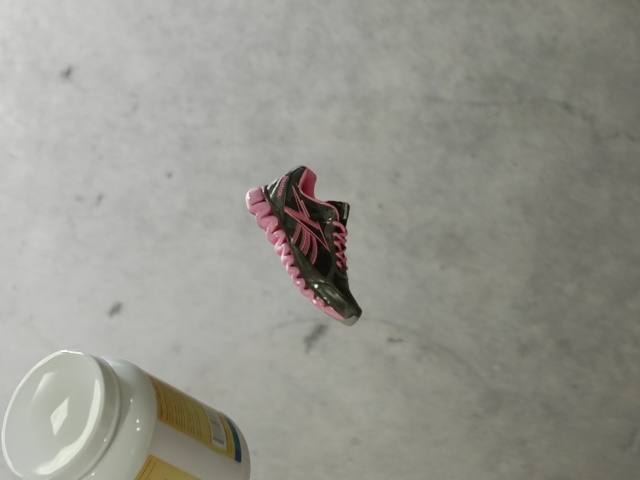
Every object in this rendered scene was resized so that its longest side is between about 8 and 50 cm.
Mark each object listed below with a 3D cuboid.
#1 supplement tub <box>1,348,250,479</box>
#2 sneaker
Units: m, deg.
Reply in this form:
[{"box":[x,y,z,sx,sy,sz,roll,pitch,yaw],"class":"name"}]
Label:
[{"box":[-0.174,0.191,1.454,0.144,0.199,0.144,-20,54,30],"class":"supplement tub"},{"box":[0.000,0.000,1.049,0.057,0.047,0.119,-35,67,6],"class":"sneaker"}]
